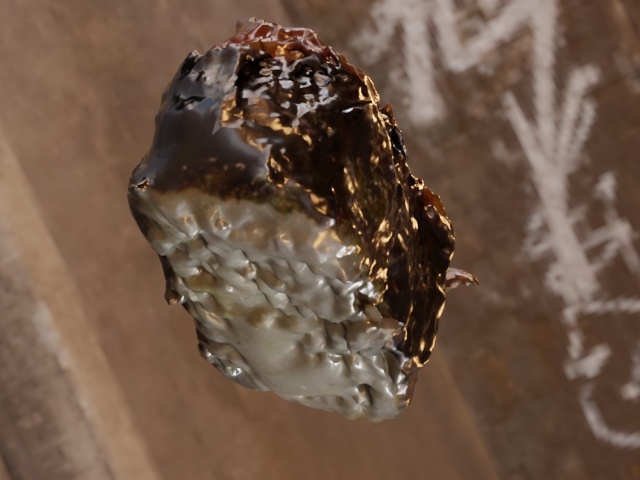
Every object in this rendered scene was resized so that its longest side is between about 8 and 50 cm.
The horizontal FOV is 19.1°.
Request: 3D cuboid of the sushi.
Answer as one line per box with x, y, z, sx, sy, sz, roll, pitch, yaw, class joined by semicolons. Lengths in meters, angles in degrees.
0.000;0.000;1.348;0.182;0.196;0.343;-60;152;-22;sushi
